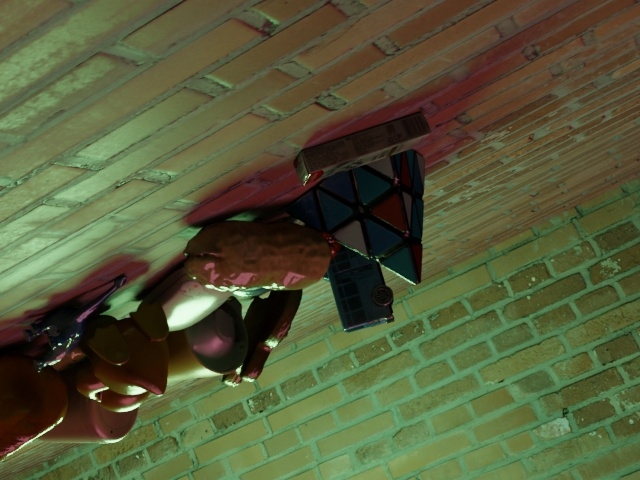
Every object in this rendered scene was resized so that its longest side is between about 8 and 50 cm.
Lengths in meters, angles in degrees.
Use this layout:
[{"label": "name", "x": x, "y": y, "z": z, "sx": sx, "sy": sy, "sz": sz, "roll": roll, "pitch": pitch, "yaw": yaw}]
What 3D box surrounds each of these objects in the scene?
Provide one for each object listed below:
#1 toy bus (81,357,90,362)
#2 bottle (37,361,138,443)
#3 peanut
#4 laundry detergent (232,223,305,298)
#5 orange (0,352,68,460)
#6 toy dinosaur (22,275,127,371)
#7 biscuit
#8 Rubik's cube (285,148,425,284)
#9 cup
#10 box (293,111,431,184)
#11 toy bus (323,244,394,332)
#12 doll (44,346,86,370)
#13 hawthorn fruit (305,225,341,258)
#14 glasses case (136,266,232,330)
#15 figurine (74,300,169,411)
[{"label": "toy bus", "x": -0.509, "y": 0.322, "z": 2.284, "sx": 0.256, "sy": 0.128, "sz": 0.147, "roll": -30, "pitch": 179, "yaw": 29}, {"label": "bottle", "x": -0.547, "y": 0.361, "z": 2.139, "sx": 0.296, "sy": 0.173, "sz": 0.206, "roll": -7, "pitch": 137, "yaw": 25}, {"label": "peanut", "x": -0.108, "y": 0.026, "z": 1.716, "sx": 0.290, "sy": 0.130, "sz": 0.130, "roll": 3, "pitch": 154, "yaw": -44}, {"label": "laundry detergent", "x": -0.118, "y": 0.048, "z": 1.957, "sx": 0.143, "sy": 0.094, "sz": 0.290, "roll": -13, "pitch": 169, "yaw": -23}, {"label": "orange", "x": -0.621, "y": 0.322, "z": 1.922, "sx": 0.249, "sy": 0.183, "sz": 0.249, "roll": -32, "pitch": -179, "yaw": 1}, {"label": "toy dinosaur", "x": -0.472, "y": 0.165, "z": 1.797, "sx": 0.144, "sy": 0.076, "sz": 0.329, "roll": -27, "pitch": 166, "yaw": -50}, {"label": "biscuit", "x": -0.120, "y": 0.213, "z": 2.338, "sx": 0.064, "sy": 0.283, "sz": 0.432, "roll": 26, "pitch": 153, "yaw": -12}, {"label": "Rubik's cube", "x": 0.151, "y": -0.074, "z": 1.763, "sx": 0.284, "sy": 0.250, "sz": 0.234, "roll": -41, "pitch": 179, "yaw": 42}, {"label": "cup", "x": -0.295, "y": 0.231, "z": 2.324, "sx": 0.264, "sy": 0.182, "sz": 0.226, "roll": -24, "pitch": -157, "yaw": 40}, {"label": "box", "x": 0.066, "y": -0.143, "z": 1.538, "sx": 0.218, "sy": 0.040, "sz": 0.055, "roll": -20, "pitch": 170, "yaw": -18}, {"label": "toy bus", "x": 0.072, "y": 0.069, "z": 2.089, "sx": 0.133, "sy": 0.234, "sz": 0.116, "roll": -17, "pitch": 169, "yaw": 4}, {"label": "doll", "x": -0.498, "y": 0.221, "z": 2.040, "sx": 0.162, "sy": 0.062, "sz": 0.106, "roll": -29, "pitch": 173, "yaw": 20}, {"label": "hawthorn fruit", "x": 0.000, "y": 0.000, "z": 2.007, "sx": 0.093, "sy": 0.093, "sz": 0.093, "roll": -23, "pitch": 169, "yaw": -5}, {"label": "glasses case", "x": -0.265, "y": 0.114, "z": 1.940, "sx": 0.113, "sy": 0.075, "sz": 0.297, "roll": 7, "pitch": 155, "yaw": -31}, {"label": "figurine", "x": -0.376, "y": 0.234, "z": 1.914, "sx": 0.215, "sy": 0.215, "sz": 0.228, "roll": -16, "pitch": -178, "yaw": -34}]
